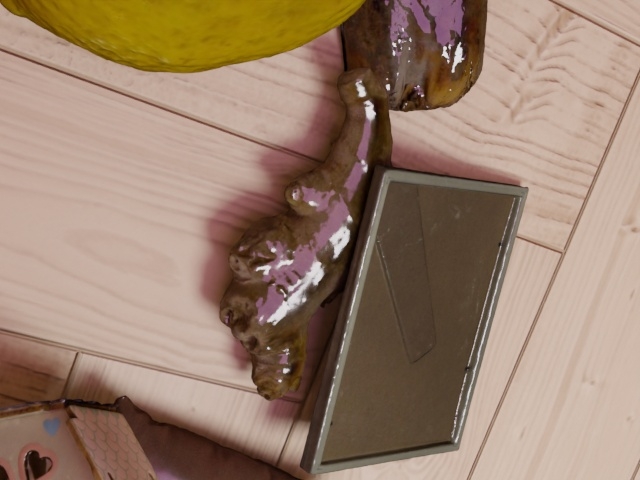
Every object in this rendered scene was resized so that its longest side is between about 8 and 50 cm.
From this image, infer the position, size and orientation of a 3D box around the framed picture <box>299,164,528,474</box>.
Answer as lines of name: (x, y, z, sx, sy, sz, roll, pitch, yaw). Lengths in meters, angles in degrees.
framed picture: (0.106, 0.087, 1.013, 0.241, 0.020, 0.324, 2, 105, -42)

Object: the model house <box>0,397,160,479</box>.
model house: (-0.258, 0.245, 0.826, 0.326, 0.169, 0.244, 22, 83, 18)

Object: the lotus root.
lotus root: (0.103, -0.282, 0.914, 0.167, 0.078, 0.329, -12, 109, -21)

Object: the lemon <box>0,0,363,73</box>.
lemon: (-0.091, -0.286, 0.672, 0.350, 0.387, 0.349, -22, 122, -39)

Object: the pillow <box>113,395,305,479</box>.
pillow: (-0.142, 0.342, 0.972, 0.305, 0.108, 0.307, 27, 93, -24)

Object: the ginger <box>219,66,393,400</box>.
ginger: (-0.001, 0.002, 0.955, 0.166, 0.080, 0.333, 29, 88, -43)
